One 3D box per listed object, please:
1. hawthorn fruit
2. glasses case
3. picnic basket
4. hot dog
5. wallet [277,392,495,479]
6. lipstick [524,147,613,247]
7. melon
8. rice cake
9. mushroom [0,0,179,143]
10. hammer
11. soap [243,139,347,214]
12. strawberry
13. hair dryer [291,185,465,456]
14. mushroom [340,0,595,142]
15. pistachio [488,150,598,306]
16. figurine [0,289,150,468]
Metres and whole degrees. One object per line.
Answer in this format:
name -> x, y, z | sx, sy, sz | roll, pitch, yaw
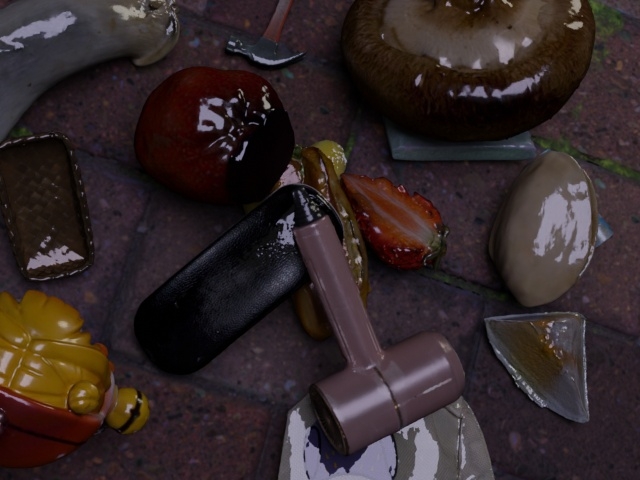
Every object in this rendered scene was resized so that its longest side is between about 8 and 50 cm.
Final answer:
hawthorn fruit -> -0.153, -0.135, 1.749 | 0.189, 0.251, 0.190 | -2, 93, -41
glasses case -> -0.108, 0.052, 1.738 | 0.314, 0.075, 0.122 | -40, 89, 4
picnic basket -> -0.361, -0.046, 1.724 | 0.110, 0.055, 0.193 | -12, 105, -16
hot dog -> 0.000, 0.000, 1.795 | 0.115, 0.072, 0.269 | -10, 93, 20
wallet -> 0.094, 0.325, 1.760 | 0.335, 0.068, 0.275 | -1, 69, -11
lipstick -> 0.365, -0.060, 1.945 | 0.048, 0.048, 0.158 | -36, 87, -20
melon -> 0.336, 0.152, 1.863 | 0.202, 0.093, 0.139 | 49, 62, -3
rice cake -> 0.201, -0.153, 1.925 | 0.221, 0.042, 0.080 | 0, 49, -14
mushroom -> -0.369, -0.245, 1.768 | 0.397, 0.126, 0.177 | -37, 115, -18
hammer -> -0.040, -0.375, 1.933 | 0.111, 0.033, 0.288 | 22, 71, -7
soap -> -0.031, -0.072, 1.855 | 0.168, 0.033, 0.089 | -31, 94, -19
strawberry -> 0.091, -0.022, 1.839 | 0.187, 0.082, 0.146 | 39, 28, 3
hair dryer -> 0.047, 0.085, 1.691 | 0.189, 0.107, 0.344 | -24, 102, -15
mushroom -> 0.211, -0.276, 1.857 | 0.239, 0.345, 0.345 | 33, 62, -52
pistachio -> 0.316, -0.014, 1.873 | 0.152, 0.126, 0.223 | 6, 81, 31
figurine -> -0.358, 0.171, 1.555 | 0.320, 0.323, 0.196 | 24, 70, -6
